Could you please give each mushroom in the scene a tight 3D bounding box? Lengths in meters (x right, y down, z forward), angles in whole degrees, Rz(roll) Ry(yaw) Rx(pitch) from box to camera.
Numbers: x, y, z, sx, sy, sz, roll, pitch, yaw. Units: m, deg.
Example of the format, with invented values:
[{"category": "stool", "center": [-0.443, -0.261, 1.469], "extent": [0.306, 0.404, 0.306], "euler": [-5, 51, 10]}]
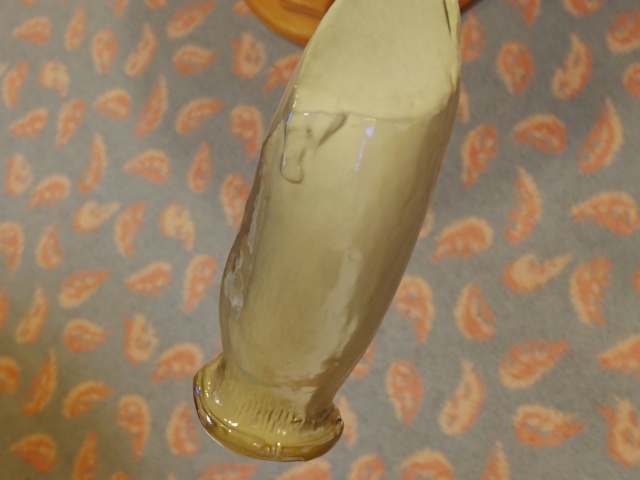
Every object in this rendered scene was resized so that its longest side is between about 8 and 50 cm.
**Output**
[{"category": "mushroom", "center": [0.001, 0.003, 0.888], "extent": [0.137, 0.407, 0.154], "euler": [11, 31, -7]}]
